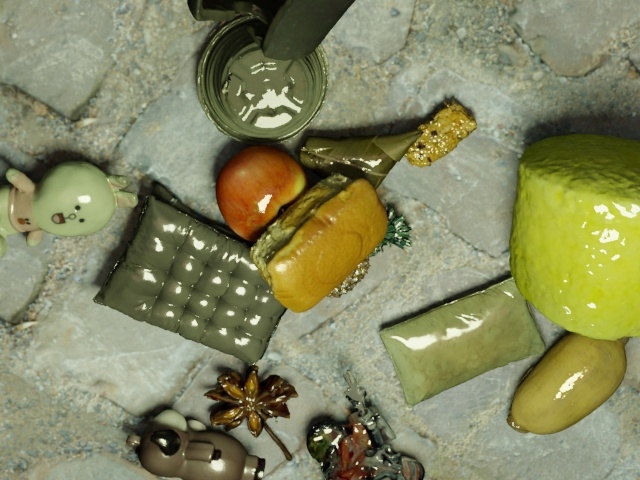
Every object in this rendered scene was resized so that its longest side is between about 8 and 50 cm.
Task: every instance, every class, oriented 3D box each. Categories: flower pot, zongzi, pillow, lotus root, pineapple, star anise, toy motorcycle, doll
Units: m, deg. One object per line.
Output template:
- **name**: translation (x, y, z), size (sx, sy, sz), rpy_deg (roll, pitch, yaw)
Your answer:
- **flower pot**: translation (-0.093, -0.262, 1.538), size (0.235, 0.140, 0.236), rpy_deg (-2, 106, -5)
- **zongzi**: translation (0.064, -0.165, 1.610), size (0.160, 0.078, 0.176), rpy_deg (32, 116, -18)
- **pillow**: translation (-0.205, 0.068, 1.649), size (0.326, 0.101, 0.228), rpy_deg (25, 104, -13)
- **lotus root**: translation (0.486, 0.269, 1.783), size (0.303, 0.131, 0.146), rpy_deg (-46, 134, 9)
- **pineapple**: translation (0.070, 0.030, 1.682), size (0.221, 0.083, 0.103), rpy_deg (-40, 120, 5)
- **star anise**: translation (-0.133, 0.327, 1.752), size (0.177, 0.073, 0.234), rpy_deg (2, 117, -5)
- **toy motorcycle**: translation (0.082, 0.400, 1.773), size (0.207, 0.134, 0.401), rpy_deg (-18, 110, -2)
- **flower pot**: translation (-0.059, -0.443, 1.417), size (0.379, 0.379, 0.251), rpy_deg (16, 124, -12)
- **pillow**: translation (0.279, 0.192, 1.765), size (0.302, 0.075, 0.185), rpy_deg (-23, 112, 0)
- **doll**: translation (-0.453, -0.066, 1.568), size (0.274, 0.113, 0.155), rpy_deg (-18, 126, -8)
- **doll**: translation (-0.233, 0.398, 1.720), size (0.257, 0.182, 0.117), rpy_deg (24, 61, -9)

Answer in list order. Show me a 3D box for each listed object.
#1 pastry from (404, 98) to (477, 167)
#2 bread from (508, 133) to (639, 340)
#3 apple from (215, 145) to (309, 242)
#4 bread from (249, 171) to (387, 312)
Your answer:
- **pastry**: translation (0.207, -0.185, 1.647), size (0.140, 0.056, 0.080), rpy_deg (-44, 96, 9)
- **bread**: translation (0.492, -0.016, 1.606), size (0.348, 0.348, 0.308), rpy_deg (2, 118, -9)
- **apple**: translation (-0.101, -0.082, 1.589), size (0.163, 0.139, 0.163), rpy_deg (-33, 146, -27)
- **bread**: translation (0.000, 0.000, 1.554), size (0.245, 0.121, 0.174), rpy_deg (-40, 149, -12)
